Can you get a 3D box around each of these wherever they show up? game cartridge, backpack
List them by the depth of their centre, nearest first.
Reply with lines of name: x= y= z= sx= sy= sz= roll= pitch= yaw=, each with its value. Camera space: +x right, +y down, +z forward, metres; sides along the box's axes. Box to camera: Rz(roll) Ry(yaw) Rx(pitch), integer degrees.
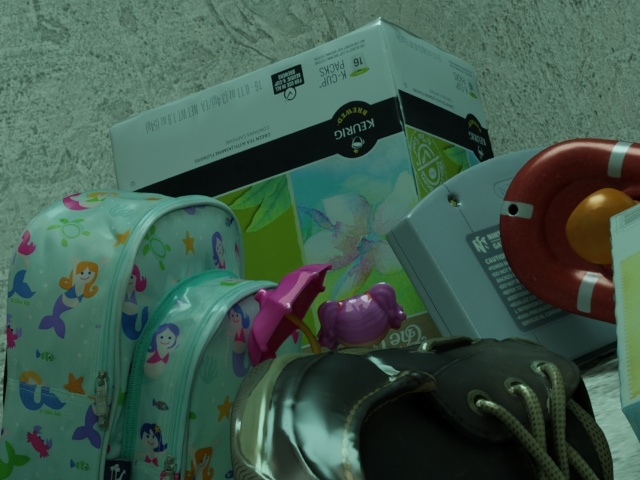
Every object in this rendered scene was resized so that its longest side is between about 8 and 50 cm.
backpack: x=-0.124 y=0.089 z=1.064 sx=0.191 sy=0.253 sz=0.225 roll=0 pitch=6 yaw=24
game cartridge: x=0.201 y=0.015 z=1.320 sx=0.297 sy=0.198 sz=0.062 roll=-17 pitch=-23 yaw=-39

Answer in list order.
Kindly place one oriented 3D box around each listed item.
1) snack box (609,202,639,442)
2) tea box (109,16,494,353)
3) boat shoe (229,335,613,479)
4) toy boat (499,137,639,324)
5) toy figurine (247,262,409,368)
snack box: x=0.246 y=0.011 z=0.754 sx=0.187 sy=0.060 sz=0.322 roll=-27 pitch=9 yaw=17
tea box: x=0.000 y=0.000 z=1.479 sx=0.329 sy=0.323 sz=0.220 roll=-19 pitch=-15 yaw=27
boat shoe: x=0.059 y=0.091 z=0.637 sx=0.130 sy=0.132 sz=0.355 roll=-18 pitch=1 yaw=13
toy boat: x=0.243 y=-0.007 z=1.172 sx=0.231 sy=0.151 sz=0.151 roll=12 pitch=1 yaw=37
toy figurine: x=0.022 y=0.090 z=0.981 sx=0.173 sy=0.159 sz=0.130 roll=-17 pitch=0 yaw=4
